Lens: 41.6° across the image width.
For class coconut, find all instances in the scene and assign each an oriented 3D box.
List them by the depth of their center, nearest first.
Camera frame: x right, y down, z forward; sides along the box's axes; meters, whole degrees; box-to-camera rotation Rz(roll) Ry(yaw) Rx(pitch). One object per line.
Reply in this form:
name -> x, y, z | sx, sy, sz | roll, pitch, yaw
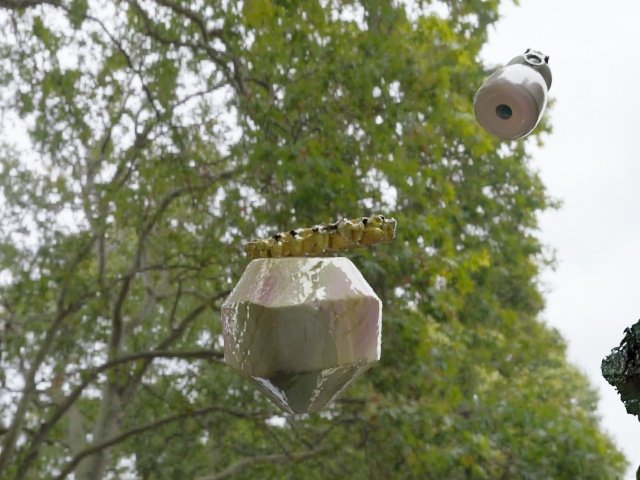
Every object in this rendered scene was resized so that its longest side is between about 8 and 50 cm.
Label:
coconut -> -0.028, 0.147, 1.308 | 0.259, 0.259, 0.259 | -5, -37, -3

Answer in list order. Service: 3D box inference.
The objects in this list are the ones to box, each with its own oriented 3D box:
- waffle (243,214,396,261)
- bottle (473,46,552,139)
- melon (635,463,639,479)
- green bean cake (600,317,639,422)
waffle -> -0.006, 0.002, 1.699 | 0.329, 0.062, 0.329 | -12, -2, 0
bottle -> 0.450, -0.342, 1.904 | 0.148, 0.236, 0.147 | 18, -48, 21
melon -> 0.488, 0.364, 0.813 | 0.331, 0.226, 0.343 | -4, -70, 1
green bean cake -> 0.374, 0.104, 0.834 | 0.208, 0.107, 0.193 | -37, -40, 27
